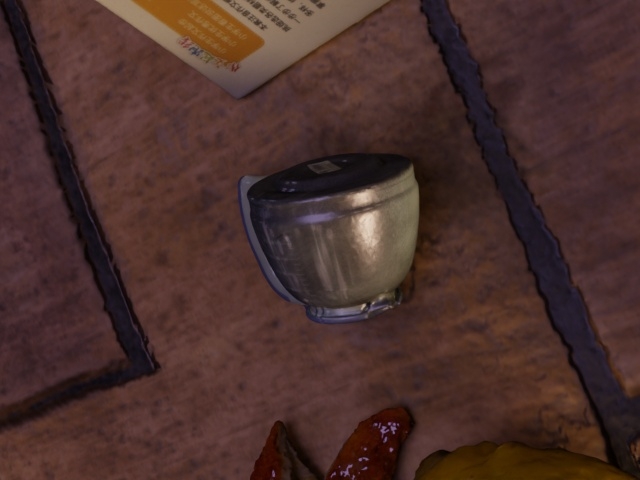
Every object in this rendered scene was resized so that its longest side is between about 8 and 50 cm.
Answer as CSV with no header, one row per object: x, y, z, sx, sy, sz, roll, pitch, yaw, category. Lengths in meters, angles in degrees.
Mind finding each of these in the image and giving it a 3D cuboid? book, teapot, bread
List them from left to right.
-0.015,-0.210,0.703,0.295,0.208,0.020,-29,49,29,book
-0.002,0.003,0.761,0.149,0.111,0.108,-4,106,25,teapot
0.019,0.251,0.776,0.139,0.095,0.269,-17,82,23,bread

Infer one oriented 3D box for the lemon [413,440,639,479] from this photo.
0.136,0.230,0.642,0.204,0.204,0.260,-42,74,26,lemon
